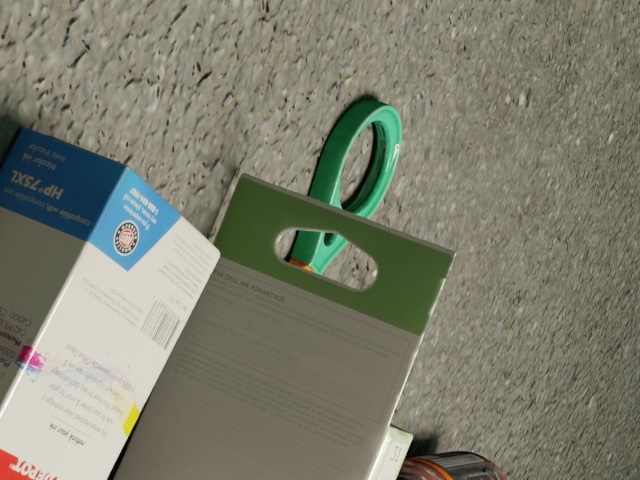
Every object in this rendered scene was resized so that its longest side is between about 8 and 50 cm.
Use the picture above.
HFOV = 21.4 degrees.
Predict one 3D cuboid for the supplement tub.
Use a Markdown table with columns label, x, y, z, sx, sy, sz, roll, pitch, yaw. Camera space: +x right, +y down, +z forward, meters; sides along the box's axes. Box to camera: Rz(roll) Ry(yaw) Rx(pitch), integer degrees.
| label | x | y | z | sx | sy | sz | roll | pitch | yaw |
| --- | --- | --- | --- | --- | --- | --- | --- | --- | --- |
| supplement tub | 0.095 | 0.245 | 1.515 | 0.198 | 0.106 | 0.106 | 6 | 104 | -64 |

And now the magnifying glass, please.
| label | x | y | z | sx | sy | sz | roll | pitch | yaw |
| --- | --- | --- | --- | --- | --- | --- | --- | --- | --- |
| magnifying glass | 0.000 | 0.000 | 1.242 | 0.231 | 0.026 | 0.092 | -61 | 153 | -15 |

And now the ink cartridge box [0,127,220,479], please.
| label | x | y | z | sx | sy | sz | roll | pitch | yaw |
| --- | --- | --- | --- | --- | --- | --- | --- | --- | --- |
| ink cartridge box | -0.158 | 0.073 | 0.929 | 0.231 | 0.078 | 0.134 | -63 | 153 | -11 |

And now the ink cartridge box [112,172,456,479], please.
| label | x | y | z | sx | sy | sz | roll | pitch | yaw |
| --- | --- | --- | --- | --- | --- | --- | --- | --- | --- |
| ink cartridge box | -0.019 | 0.094 | 1.107 | 0.235 | 0.171 | 0.056 | -67 | 155 | -4 |
